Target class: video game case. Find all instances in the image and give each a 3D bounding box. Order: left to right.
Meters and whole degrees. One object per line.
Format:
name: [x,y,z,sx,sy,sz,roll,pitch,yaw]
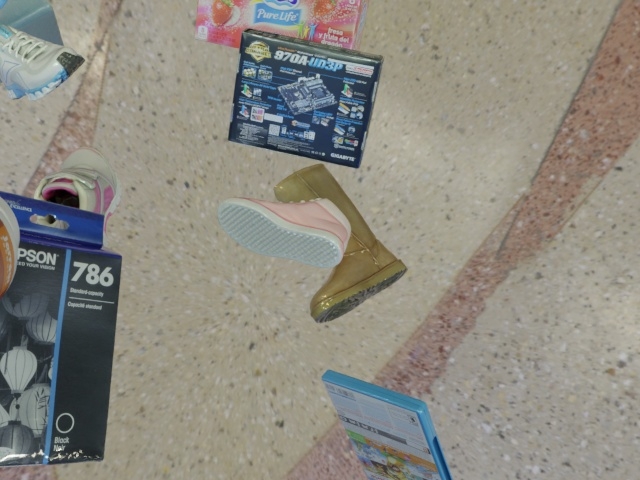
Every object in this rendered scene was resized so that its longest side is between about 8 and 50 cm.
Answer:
video game case: [0.074,0.206,0.702,0.015,0.119,0.166,-46,129,-34]

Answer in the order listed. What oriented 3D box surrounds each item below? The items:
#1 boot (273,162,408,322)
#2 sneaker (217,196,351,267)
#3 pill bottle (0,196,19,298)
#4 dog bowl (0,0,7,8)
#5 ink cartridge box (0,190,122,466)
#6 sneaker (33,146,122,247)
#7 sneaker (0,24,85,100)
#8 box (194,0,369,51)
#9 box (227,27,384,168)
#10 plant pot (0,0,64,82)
boot: [0.000,0.000,1.263,0.236,0.089,0.269,-23,67,-42]
sneaker: [-0.032,-0.018,0.700,0.134,0.070,0.051,18,124,11]
pill bottle: [-0.302,0.021,0.521,0.121,0.216,0.121,-2,106,-7]
dog bowl: [-0.638,-0.422,1.096,0.297,0.166,0.074,-8,63,-24]
ink cartridge box: [-0.340,0.106,0.867,0.165,0.065,0.333,13,72,-45]
sneaker: [-0.371,-0.067,1.061,0.102,0.111,0.252,-12,47,-1]
sneaker: [-0.348,-0.214,0.815,0.071,0.190,0.083,-50,126,-27]
box: [-0.068,-0.431,1.318,0.299,0.154,0.142,14,115,6]
box: [-0.026,-0.220,1.087,0.220,0.051,0.175,12,115,2]
plant pot: [-0.697,-0.442,1.379,0.252,0.248,0.247,-40,94,-15]
